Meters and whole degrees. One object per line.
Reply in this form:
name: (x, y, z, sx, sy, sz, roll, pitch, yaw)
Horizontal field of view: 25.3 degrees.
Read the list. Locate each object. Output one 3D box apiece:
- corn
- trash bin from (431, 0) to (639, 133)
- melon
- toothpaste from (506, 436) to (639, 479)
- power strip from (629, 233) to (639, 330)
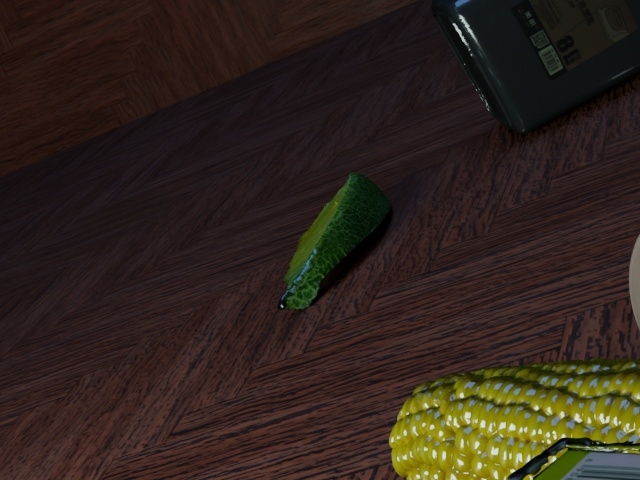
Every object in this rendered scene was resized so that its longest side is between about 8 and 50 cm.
corn: (0.147, 0.104, 0.701, 0.101, 0.101, 0.310, -36, 19, -35)
trash bin: (0.287, -0.261, 1.554, 0.290, 0.209, 0.182, -31, 15, 1)
melon: (0.000, 0.001, 1.423, 0.114, 0.053, 0.262, -28, 12, 24)
toothpaste: (0.198, 0.136, 0.478, 0.077, 0.110, 0.327, -34, 17, -36)
power strip: (0.239, 0.029, 0.718, 0.078, 0.154, 0.154, -32, 15, -35)
